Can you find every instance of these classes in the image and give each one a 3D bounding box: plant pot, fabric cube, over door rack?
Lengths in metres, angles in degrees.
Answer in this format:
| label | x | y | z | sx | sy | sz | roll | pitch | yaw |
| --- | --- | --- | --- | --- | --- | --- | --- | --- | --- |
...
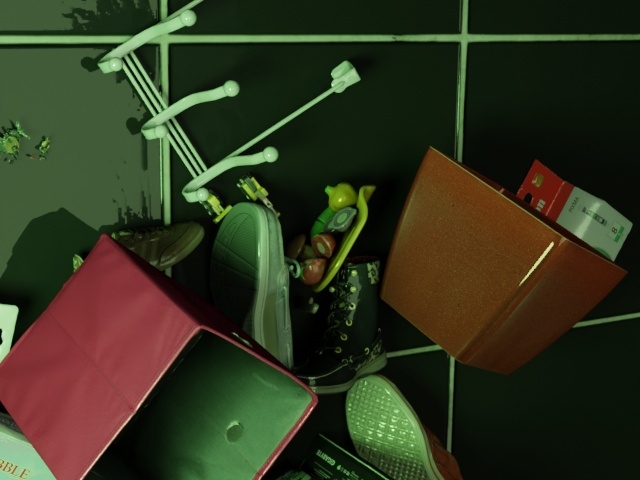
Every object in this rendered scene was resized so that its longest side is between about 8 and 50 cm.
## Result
| label | x | y | z | sx | sy | sz | roll | pitch | yaw |
| --- | --- | --- | --- | --- | --- | --- | --- | --- | --- |
| plant pot | 0.250 | 0.050 | 1.715 | 0.267 | 0.267 | 0.235 | 19 | 107 | -55 |
| fabric cube | -0.212 | 0.192 | 1.454 | 0.259 | 0.258 | 0.254 | -52 | 134 | -1 |
| over door rack | -0.106 | -0.236 | 1.559 | 0.324 | 0.108 | 0.239 | -39 | 117 | -17 |

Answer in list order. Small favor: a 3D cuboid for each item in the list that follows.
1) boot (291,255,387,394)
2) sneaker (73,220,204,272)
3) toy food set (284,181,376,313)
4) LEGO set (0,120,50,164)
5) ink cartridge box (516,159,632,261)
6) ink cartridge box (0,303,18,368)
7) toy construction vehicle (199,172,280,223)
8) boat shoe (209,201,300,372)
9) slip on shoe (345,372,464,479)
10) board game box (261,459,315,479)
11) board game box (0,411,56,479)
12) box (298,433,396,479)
| label | x | y | z | sx | sy | sz | roll | pitch | yaw |
| --- | --- | --- | --- | --- | --- | --- | --- | --- | --- |
| boot | 0.023 | 0.123 | 1.691 | 0.236 | 0.085 | 0.178 | -16 | 108 | -57 |
| sneaker | -0.246 | 0.011 | 1.555 | 0.188 | 0.066 | 0.071 | -32 | 114 | -21 |
| toy food set | 0.000 | 0.000 | 1.669 | 0.071 | 0.128 | 0.218 | 29 | 90 | -10 |
| LEGO set | -0.390 | -0.123 | 1.474 | 0.083 | 0.023 | 0.054 | 28 | 88 | -44 |
| ink cartridge box | 0.409 | -0.005 | 1.934 | 0.225 | 0.056 | 0.181 | 32 | 84 | -32 |
| ink cartridge box | -0.485 | 0.112 | 1.443 | 0.180 | 0.060 | 0.104 | 11 | 96 | -31 |
| toy construction vehicle | -0.113 | -0.047 | 1.636 | 0.086 | 0.035 | 0.098 | -43 | 118 | -15 |
| boat shoe | -0.085 | 0.093 | 1.639 | 0.103 | 0.118 | 0.320 | -17 | 115 | -37 |
| slip on shoe | 0.146 | 0.343 | 1.837 | 0.331 | 0.123 | 0.101 | 56 | 28 | -17 |
| board game box | -0.120 | 0.421 | 1.674 | 0.260 | 0.136 | 0.030 | -30 | 116 | -21 |
| board game box | -0.501 | 0.350 | 1.449 | 0.319 | 0.066 | 0.318 | 33 | 95 | -32 |
| box | 0.033 | 0.451 | 1.659 | 0.079 | 0.322 | 0.257 | 32 | 83 | -29 |
